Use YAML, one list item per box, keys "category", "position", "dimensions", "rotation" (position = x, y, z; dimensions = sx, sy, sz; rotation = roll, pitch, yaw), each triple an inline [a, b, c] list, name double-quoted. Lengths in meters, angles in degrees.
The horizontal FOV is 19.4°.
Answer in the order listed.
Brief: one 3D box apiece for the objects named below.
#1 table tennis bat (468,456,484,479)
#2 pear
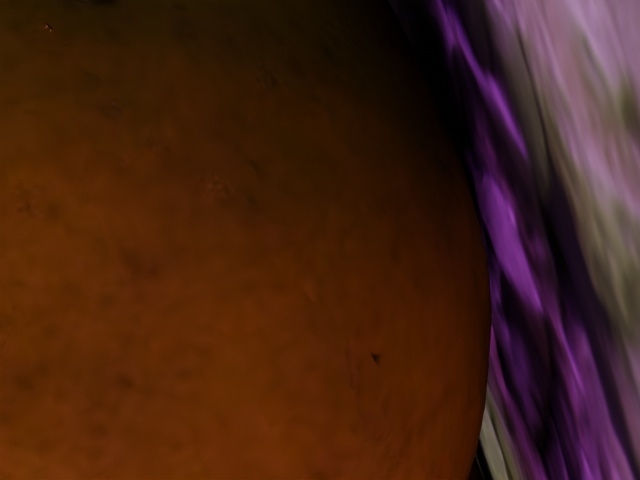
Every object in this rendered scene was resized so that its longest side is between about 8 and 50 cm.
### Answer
- category: "table tennis bat"
  position: [0.070, 0.187, 0.597]
  dimensions: [0.200, 0.038, 0.310]
  rotation: [80, 175, -52]
- category: "pear"
  position: [-0.078, 0.006, 0.497]
  dimensions: [0.253, 0.253, 0.307]
  rotation: [77, -176, -45]
